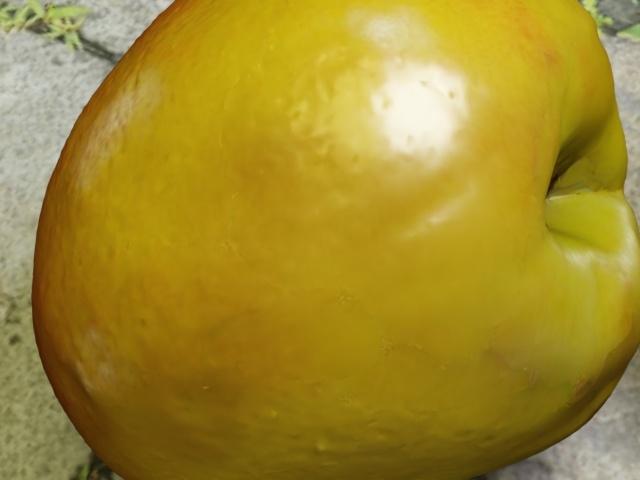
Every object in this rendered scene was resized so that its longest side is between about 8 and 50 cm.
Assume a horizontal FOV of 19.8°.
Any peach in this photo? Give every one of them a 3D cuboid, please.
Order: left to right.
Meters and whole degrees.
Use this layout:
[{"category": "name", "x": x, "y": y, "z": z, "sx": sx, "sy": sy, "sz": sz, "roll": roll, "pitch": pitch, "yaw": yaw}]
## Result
[{"category": "peach", "x": -0.003, "y": -0.004, "z": 0.912, "sx": 0.308, "sy": 0.289, "sz": 0.289, "roll": -9, "pitch": 56, "yaw": 24}]
